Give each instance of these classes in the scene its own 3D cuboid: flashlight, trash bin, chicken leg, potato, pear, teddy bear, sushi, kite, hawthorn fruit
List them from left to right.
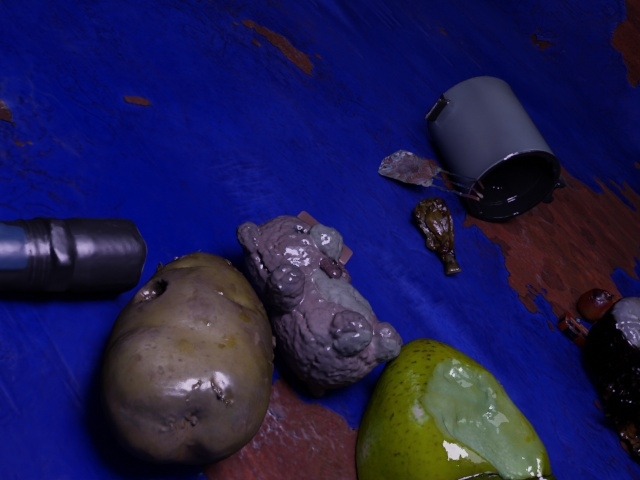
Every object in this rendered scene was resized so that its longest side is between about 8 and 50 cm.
[{"bbox_3d":[-0.394,0.020,0.783,0.423,0.103,0.103,0,51,-41],"label":"flashlight"},{"bbox_3d":[-0.148,0.128,0.849,0.191,0.141,0.296,13,41,-10],"label":"potato"},{"bbox_3d":[-0.008,0.079,1.030,0.236,0.151,0.267,29,32,-53],"label":"teddy bear"},{"bbox_3d":[0.238,-0.139,1.546,0.229,0.016,0.127,20,42,14],"label":"kite"},{"bbox_3d":[0.230,-0.011,1.440,0.093,0.070,0.178,8,56,-39],"label":"chicken leg"},{"bbox_3d":[0.184,0.253,1.012,0.292,0.159,0.292,25,34,-19],"label":"pear"},{"bbox_3d":[0.389,-0.210,1.673,0.277,0.217,0.263,9,44,-30],"label":"trash bin"},{"bbox_3d":[0.604,0.140,1.612,0.077,0.077,0.077,25,37,-21],"label":"hawthorn fruit"},{"bbox_3d":[0.618,0.276,1.358,0.234,0.208,0.349,-5,53,-28],"label":"sushi"}]

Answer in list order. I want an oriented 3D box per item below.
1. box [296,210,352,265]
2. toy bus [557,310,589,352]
[{"bbox_3d":[0.000,0.000,1.234,0.115,0.025,0.048,40,39,-1],"label":"box"},{"bbox_3d":[0.541,0.199,1.523,0.110,0.031,0.043,43,41,3],"label":"toy bus"}]
